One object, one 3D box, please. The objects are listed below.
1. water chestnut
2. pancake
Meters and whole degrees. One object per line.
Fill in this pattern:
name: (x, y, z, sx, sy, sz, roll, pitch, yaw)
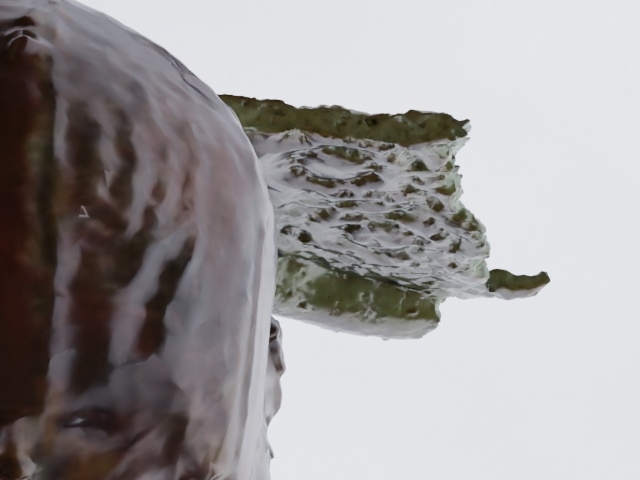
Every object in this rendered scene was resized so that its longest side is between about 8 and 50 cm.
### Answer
water chestnut: (-0.166, 0.059, 0.695, 0.302, 0.350, 0.350, 4, -112, -1)
pancake: (-0.006, 0.000, 1.221, 0.305, 0.427, 0.066, -2, -113, 18)
